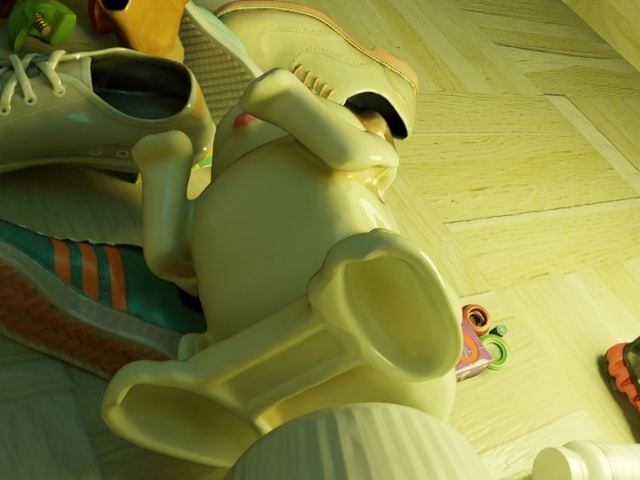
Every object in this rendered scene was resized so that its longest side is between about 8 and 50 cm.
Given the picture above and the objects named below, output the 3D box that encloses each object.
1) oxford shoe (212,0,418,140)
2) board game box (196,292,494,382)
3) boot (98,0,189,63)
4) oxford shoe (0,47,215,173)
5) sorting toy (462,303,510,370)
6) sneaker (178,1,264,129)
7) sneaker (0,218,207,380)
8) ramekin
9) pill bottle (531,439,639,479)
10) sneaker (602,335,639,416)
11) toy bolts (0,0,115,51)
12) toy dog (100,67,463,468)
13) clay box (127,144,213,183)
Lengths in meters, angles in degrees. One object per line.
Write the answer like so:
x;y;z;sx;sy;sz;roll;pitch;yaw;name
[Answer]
-0.002;-0.287;1.213;0.396;0.140;0.147;16;49;-16;oxford shoe
0.040;0.114;0.888;0.346;0.056;0.208;-9;58;-39;board game box
-0.225;-0.375;0.925;0.104;0.211;0.295;-3;74;3;boot
-0.342;-0.161;0.824;0.449;0.130;0.169;-2;56;-18;oxford shoe
0.228;0.138;0.997;0.061;0.042;0.102;-12;67;-22;sorting toy
-0.133;-0.239;1.081;0.366;0.135;0.150;56;25;12;sneaker
-0.245;0.048;0.728;0.302;0.108;0.121;32;37;-13;sneaker
0.031;0.249;0.575;0.272;0.273;0.127;14;31;-21;ramekin
0.341;0.290;0.867;0.160;0.087;0.087;10;43;-24;pill bottle
0.512;0.240;0.996;0.097;0.135;0.276;10;45;-28;sneaker
-0.377;-0.408;1.039;0.158;0.218;0.228;51;34;2;toy bolts
0.000;0.000;0.723;0.395;0.284;0.408;35;29;-36;toy dog
-0.238;-0.162;0.985;0.127;0.053;0.222;-20;62;-41;clay box
